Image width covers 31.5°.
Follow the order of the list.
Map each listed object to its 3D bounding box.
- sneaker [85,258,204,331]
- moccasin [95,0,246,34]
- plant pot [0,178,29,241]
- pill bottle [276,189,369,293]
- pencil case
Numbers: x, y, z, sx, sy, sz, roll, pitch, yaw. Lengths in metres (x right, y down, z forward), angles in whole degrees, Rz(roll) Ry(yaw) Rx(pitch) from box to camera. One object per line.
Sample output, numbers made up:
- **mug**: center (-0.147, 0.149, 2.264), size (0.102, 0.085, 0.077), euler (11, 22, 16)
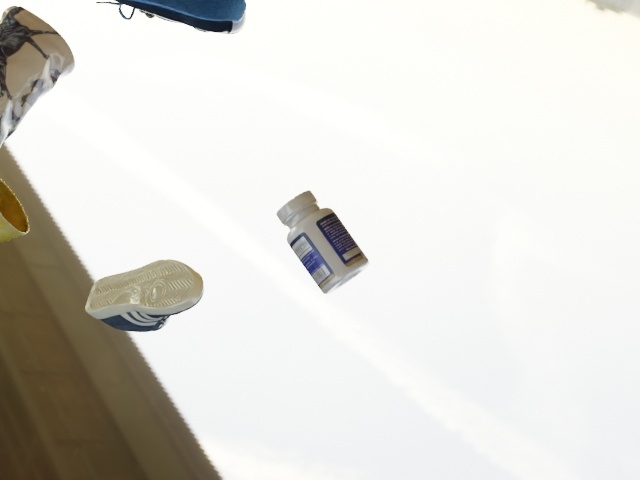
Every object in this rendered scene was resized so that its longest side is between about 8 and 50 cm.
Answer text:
- **sneaker**: center (-0.353, 0.134, 2.482), size (0.350, 0.131, 0.148), euler (-6, 146, 42)
- **moccasin**: center (-0.290, -0.426, 1.958), size (0.342, 0.137, 0.117), euler (29, 169, 10)
- **plant pot**: center (-0.614, -0.046, 2.075), size (0.134, 0.095, 0.134), euler (58, -175, -8)
- **pill bottle**: center (0.000, 0.000, 2.201), size (0.186, 0.112, 0.112), euler (55, -154, 8)
- **pencil case**: center (-0.594, -0.232, 2.001), size (0.160, 0.183, 0.410), euler (24, -120, 10)
